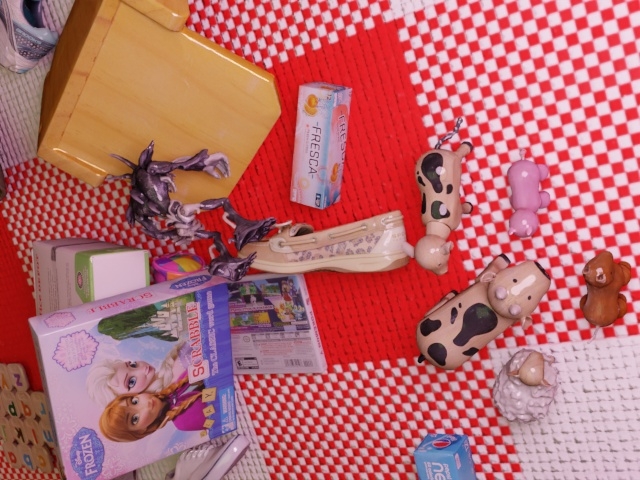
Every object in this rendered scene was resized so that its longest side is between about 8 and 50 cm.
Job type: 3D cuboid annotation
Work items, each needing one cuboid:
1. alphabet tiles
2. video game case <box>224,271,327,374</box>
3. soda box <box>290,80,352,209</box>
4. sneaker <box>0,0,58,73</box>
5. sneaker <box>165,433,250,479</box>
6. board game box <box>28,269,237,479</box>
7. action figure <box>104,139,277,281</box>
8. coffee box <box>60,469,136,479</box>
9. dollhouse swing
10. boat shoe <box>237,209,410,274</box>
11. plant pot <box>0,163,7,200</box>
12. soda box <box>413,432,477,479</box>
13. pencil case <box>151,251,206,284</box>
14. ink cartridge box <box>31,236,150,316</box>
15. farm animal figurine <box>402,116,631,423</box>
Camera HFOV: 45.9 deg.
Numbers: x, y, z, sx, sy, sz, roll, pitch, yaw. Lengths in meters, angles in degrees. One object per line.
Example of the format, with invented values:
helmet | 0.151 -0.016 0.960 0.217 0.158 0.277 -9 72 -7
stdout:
alphabet tiles | -0.720 0.417 1.796 0.284 0.021 0.278 -5 103 32
video game case | -0.095 0.146 1.324 0.201 0.023 0.183 -8 102 34
soda box | 0.000 -0.145 1.146 0.063 0.058 0.183 17 115 26
sneaker | -0.567 -0.456 1.381 0.122 0.110 0.283 -25 95 17
sneaker | -0.230 0.434 1.458 0.091 0.094 0.258 46 124 5
board game box | -0.303 0.237 1.290 0.066 0.318 0.319 33 132 50
action figure | -0.205 -0.054 1.185 0.275 0.141 0.164 35 118 19
coffee box | -0.479 0.510 1.632 0.141 0.098 0.247 17 114 26
dollhouse swing | -0.266 -0.272 1.267 0.347 0.305 0.315 -53 35 33
boat shoe | 0.000 0.000 1.177 0.285 0.104 0.089 -2 101 22
plant pot | -0.810 -0.208 1.501 0.323 0.323 0.280 -16 80 34
soda box | 0.210 0.417 1.200 0.071 0.067 0.210 -6 102 33
pencil case | -0.268 0.137 1.382 0.104 0.104 0.236 23 115 24
ink cartridge box | -0.425 0.104 1.396 0.273 0.114 0.198 9 102 49
farm animal figurine | 0.222 0.056 1.008 0.330 0.172 0.327 37 121 16
